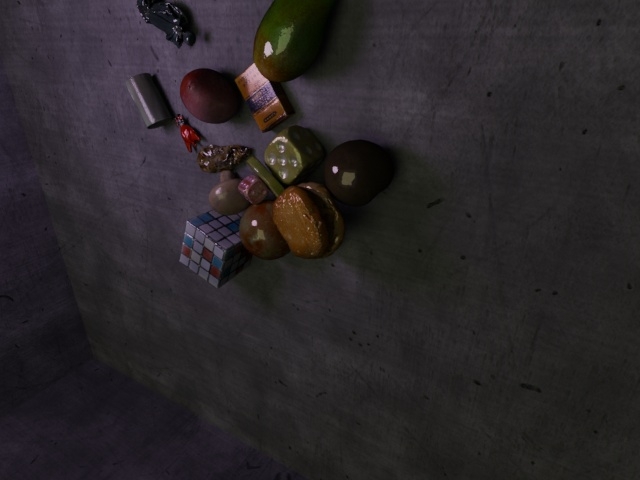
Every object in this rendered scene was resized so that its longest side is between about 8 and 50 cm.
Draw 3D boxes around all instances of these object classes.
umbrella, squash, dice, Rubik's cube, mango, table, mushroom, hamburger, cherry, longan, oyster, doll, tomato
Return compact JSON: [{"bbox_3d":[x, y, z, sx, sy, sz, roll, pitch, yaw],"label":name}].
[{"bbox_3d":[-0.632,-0.912,1.675,0.348,0.094,0.143,39,146,18],"label":"umbrella"},{"bbox_3d":[-0.205,-0.240,1.648,0.049,0.252,0.252,-42,86,-1],"label":"squash"},{"bbox_3d":[-0.283,-0.215,1.701,0.093,0.094,0.091,31,166,48],"label":"dice"},{"bbox_3d":[-0.481,0.025,1.930,0.258,0.256,0.253,32,125,14],"label":"Rubik's cube"},{"bbox_3d":[-0.086,-0.711,1.368,0.382,0.201,0.225,-45,63,28],"label":"mango"},{"bbox_3d":[-0.803,-0.649,1.889,0.126,0.126,0.220,-16,103,37],"label":"table"},{"bbox_3d":[-0.396,-0.219,1.804,0.206,0.206,0.209,-4,89,33],"label":"mushroom"},{"bbox_3d":[-0.047,-0.065,1.502,0.314,0.170,0.290,-28,86,54],"label":"hamburger"},{"bbox_3d":[-0.466,-0.581,1.645,0.239,0.239,0.206,50,136,2],"label":"cherry"},{"bbox_3d":[0.137,-0.238,1.436,0.248,0.248,0.248,14,119,26],"label":"longan"},{"bbox_3d":[-0.103,-0.331,1.576,0.169,0.166,0.169,50,129,3],"label":"dice"},{"bbox_3d":[-0.452,-0.382,1.839,0.344,0.078,0.129,-2,103,36],"label":"oyster"},{"bbox_3d":[-0.630,-0.510,1.891,0.109,0.057,0.169,-34,93,40],"label":"doll"},{"bbox_3d":[-0.236,-0.039,1.761,0.270,0.222,0.270,14,121,24],"label":"tomato"}]

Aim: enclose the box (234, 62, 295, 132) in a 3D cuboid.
[{"bbox_3d":[-0.221,-0.571,1.600,0.152,0.070,0.237,-22,97,37],"label":"box"}]
